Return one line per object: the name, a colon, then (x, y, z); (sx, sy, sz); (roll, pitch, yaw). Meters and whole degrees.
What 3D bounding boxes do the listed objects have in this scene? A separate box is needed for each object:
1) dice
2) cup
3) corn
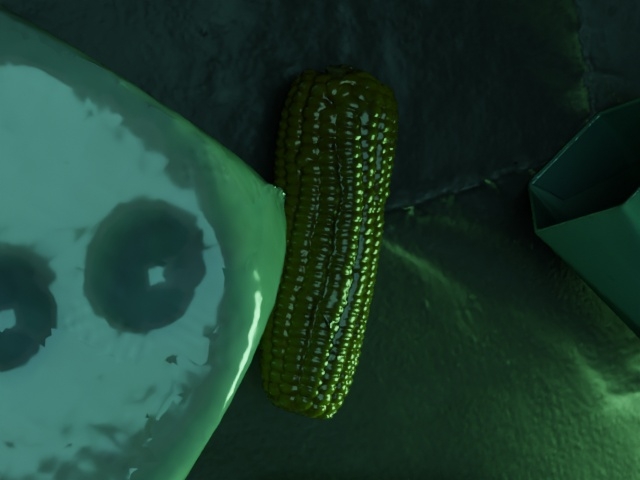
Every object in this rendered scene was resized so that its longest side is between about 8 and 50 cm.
dice: (-0.196, 0.019, 0.916); (0.268, 0.264, 0.263); (33, 85, -20)
cup: (0.267, 0.021, 1.152); (0.148, 0.134, 0.236); (-46, 111, -6)
corn: (0.000, 0.000, 1.082); (0.080, 0.080, 0.231); (7, 96, -20)
